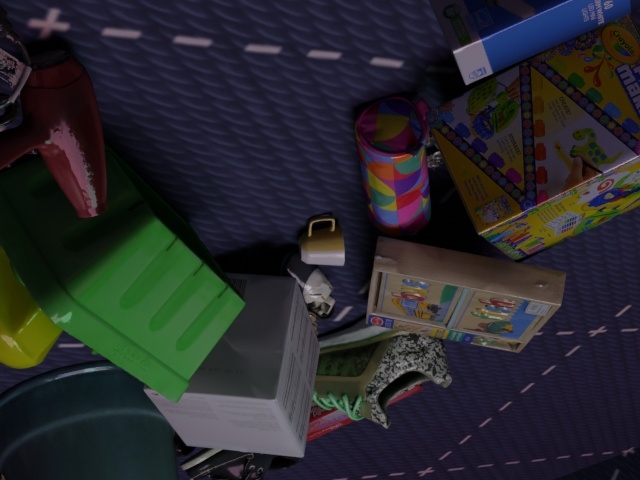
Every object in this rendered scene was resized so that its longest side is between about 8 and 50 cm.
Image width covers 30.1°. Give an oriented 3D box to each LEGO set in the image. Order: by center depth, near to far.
[{"bbox_3d":[0.157,-0.121,1.687,0.054,0.023,0.083,-34,148,27],"label":"LEGO set"}]

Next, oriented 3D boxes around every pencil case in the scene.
[{"bbox_3d":[0.106,-0.098,1.623,0.104,0.104,0.236,-16,152,-4],"label":"pencil case"}]

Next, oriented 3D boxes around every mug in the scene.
[{"bbox_3d":[0.000,0.002,1.790,0.064,0.078,0.062,-5,-178,-6],"label":"mug"}]

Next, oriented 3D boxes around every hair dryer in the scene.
[{"bbox_3d":[-0.328,-0.110,1.265,0.080,0.223,0.293,17,168,42],"label":"hair dryer"}]

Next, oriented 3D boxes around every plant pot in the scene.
[{"bbox_3d":[-0.377,0.429,2.011,0.341,0.334,0.341,-13,151,-8],"label":"plant pot"}]

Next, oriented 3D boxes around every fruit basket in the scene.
[{"bbox_3d":[-0.334,0.075,1.528,0.392,0.283,0.392,-27,148,-19],"label":"fruit basket"}]

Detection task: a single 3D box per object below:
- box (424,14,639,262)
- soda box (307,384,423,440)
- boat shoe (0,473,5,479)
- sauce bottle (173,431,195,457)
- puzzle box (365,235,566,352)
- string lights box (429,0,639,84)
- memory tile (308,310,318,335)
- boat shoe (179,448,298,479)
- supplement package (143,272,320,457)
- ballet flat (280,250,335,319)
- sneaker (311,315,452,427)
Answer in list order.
[{"bbox_3d":[0.325,-0.120,1.563,0.279,0.177,0.290,-26,164,13],"label":"box"},{"bbox_3d":[0.056,0.292,2.283,0.263,0.083,0.092,-27,150,15],"label":"soda box"},{"bbox_3d":[-0.598,0.426,2.170,0.153,0.048,0.056,-1,147,-28],"label":"boat shoe"},{"bbox_3d":[-0.169,0.288,2.116,0.111,0.111,0.344,6,145,-38],"label":"sauce bottle"},{"bbox_3d":[0.207,0.093,1.842,0.272,0.052,0.409,11,166,4],"label":"puzzle box"},{"bbox_3d":[0.253,-0.292,1.331,0.259,0.133,0.077,-24,150,8],"label":"string lights box"},{"bbox_3d":[-0.078,0.130,1.929,0.148,0.012,0.113,8,155,5],"label":"memory tile"},{"bbox_3d":[-0.141,0.422,2.259,0.127,0.113,0.340,-26,171,20],"label":"boat shoe"},{"bbox_3d":[-0.126,0.192,1.827,0.199,0.198,0.263,4,153,11],"label":"supplement package"},{"bbox_3d":[-0.011,0.076,1.878,0.074,0.074,0.203,-18,154,0],"label":"ballet flat"},{"bbox_3d":[0.056,0.258,2.121,0.410,0.182,0.158,-28,150,18],"label":"sneaker"}]
